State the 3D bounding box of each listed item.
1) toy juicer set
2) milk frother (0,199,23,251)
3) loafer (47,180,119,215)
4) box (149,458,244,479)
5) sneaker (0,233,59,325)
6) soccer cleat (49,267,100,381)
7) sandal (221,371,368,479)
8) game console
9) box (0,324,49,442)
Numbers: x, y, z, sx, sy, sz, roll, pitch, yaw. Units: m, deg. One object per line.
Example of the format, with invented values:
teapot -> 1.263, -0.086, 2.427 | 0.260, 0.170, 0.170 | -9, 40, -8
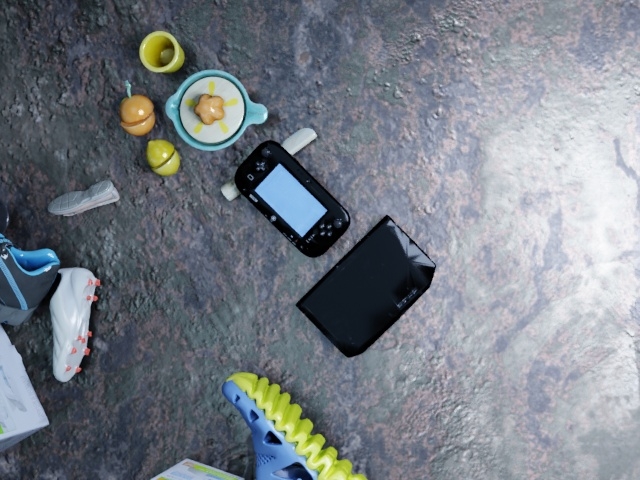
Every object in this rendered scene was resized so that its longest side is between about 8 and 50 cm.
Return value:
toy juicer set -> -0.199, -0.184, 1.827 | 0.329, 0.089, 0.209 | 34, 95, 9
milk frother -> -0.583, -0.009, 1.875 | 0.143, 0.135, 0.129 | 24, 94, 11
loafer -> -0.406, -0.064, 1.891 | 0.125, 0.039, 0.045 | -19, 45, 12
box -> -0.209, 0.431, 1.757 | 0.114, 0.203, 0.103 | 17, 92, 11
sneaker -> -0.581, 0.028, 1.777 | 0.139, 0.341, 0.125 | -47, 53, 17
soccer cleat -> -0.433, 0.142, 1.881 | 0.076, 0.068, 0.196 | 9, 83, 16
sandal -> -0.058, 0.351, 1.775 | 0.138, 0.126, 0.317 | -43, 80, 11
game console -> 0.000, 0.000, 1.791 | 0.361, 0.044, 0.213 | 45, 97, 3
box -> -0.600, 0.231, 1.824 | 0.127, 0.231, 0.262 | -30, 84, 9
